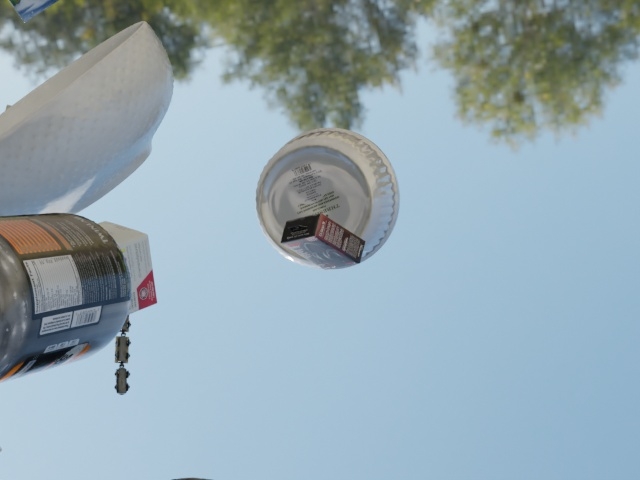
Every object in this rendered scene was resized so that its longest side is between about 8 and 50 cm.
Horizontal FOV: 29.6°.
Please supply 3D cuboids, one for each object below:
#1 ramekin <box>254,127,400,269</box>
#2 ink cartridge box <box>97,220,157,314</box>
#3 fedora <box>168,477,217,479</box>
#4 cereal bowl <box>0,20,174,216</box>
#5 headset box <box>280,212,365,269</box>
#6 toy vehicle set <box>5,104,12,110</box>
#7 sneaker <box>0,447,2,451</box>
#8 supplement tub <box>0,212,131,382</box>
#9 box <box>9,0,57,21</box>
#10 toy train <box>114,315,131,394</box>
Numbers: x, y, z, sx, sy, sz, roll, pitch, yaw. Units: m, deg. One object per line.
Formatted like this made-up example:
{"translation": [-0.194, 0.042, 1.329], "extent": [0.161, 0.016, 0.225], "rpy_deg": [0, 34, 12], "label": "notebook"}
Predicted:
{"translation": [0.004, -0.056, 1.716], "extent": [0.207, 0.207, 0.109], "rpy_deg": [-8, -176, 14], "label": "ramekin"}
{"translation": [-0.378, 0.060, 1.967], "extent": [0.176, 0.128, 0.127], "rpy_deg": [-22, -153, -39], "label": "ink cartridge box"}
{"translation": [-0.135, 0.422, 1.287], "extent": [0.334, 0.334, 0.152], "rpy_deg": [-10, 166, 7], "label": "fedora"}
{"translation": [-0.319, -0.125, 1.530], "extent": [0.339, 0.141, 0.339], "rpy_deg": [-31, -162, 11], "label": "cereal bowl"}
{"translation": [0.000, 0.000, 1.397], "extent": [0.062, 0.083, 0.032], "rpy_deg": [-11, -123, 46], "label": "headset box"}
{"translation": [-0.429, -0.098, 1.816], "extent": [0.035, 0.166, 0.267], "rpy_deg": [14, 177, 6], "label": "toy vehicle set"}
{"translation": [-0.420, 0.310, 1.457], "extent": [0.061, 0.152, 0.054], "rpy_deg": [6, -178, 4], "label": "sneaker"}
{"translation": [-0.225, 0.040, 0.849], "extent": [0.117, 0.117, 0.190], "rpy_deg": [-5, -179, 21], "label": "supplement tub"}
{"translation": [-0.144, -0.204, 0.707], "extent": [0.137, 0.094, 0.027], "rpy_deg": [-33, -150, -3], "label": "box"}
{"translation": [-0.333, 0.181, 2.029], "extent": [0.027, 0.158, 0.036], "rpy_deg": [2, 164, -14], "label": "toy train"}
